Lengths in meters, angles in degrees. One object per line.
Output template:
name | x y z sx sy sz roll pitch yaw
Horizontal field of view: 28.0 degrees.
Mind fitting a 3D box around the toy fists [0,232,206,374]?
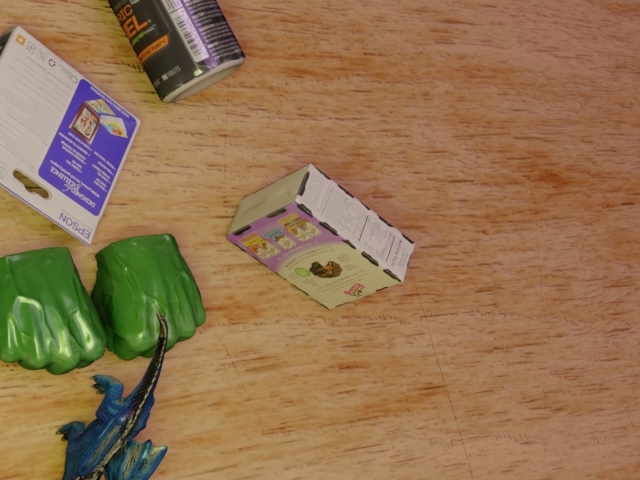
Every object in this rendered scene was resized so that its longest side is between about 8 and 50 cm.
toy fists | -0.267 0.084 1.530 0.279 0.096 0.142 -7 68 -40

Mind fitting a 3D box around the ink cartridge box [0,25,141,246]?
ink cartridge box | -0.337 -0.123 1.571 0.206 0.045 0.208 39 50 -30

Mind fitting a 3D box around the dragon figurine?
dragon figurine | -0.229 0.226 1.431 0.085 0.289 0.144 32 17 -28

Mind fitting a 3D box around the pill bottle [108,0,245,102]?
pill bottle | -0.210 -0.318 1.709 0.130 0.130 0.246 -30 92 -42

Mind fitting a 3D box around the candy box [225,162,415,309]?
candy box | 0.000 0.000 1.732 0.196 0.165 0.070 36 55 -24
